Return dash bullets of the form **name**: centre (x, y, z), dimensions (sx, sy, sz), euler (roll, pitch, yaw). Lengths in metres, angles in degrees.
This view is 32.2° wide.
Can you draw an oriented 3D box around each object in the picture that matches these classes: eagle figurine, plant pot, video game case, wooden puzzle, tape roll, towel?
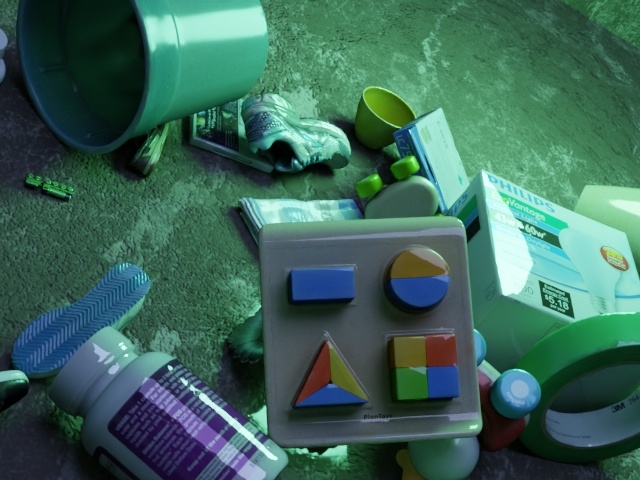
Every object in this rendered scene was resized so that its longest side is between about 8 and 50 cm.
- **eagle figurine**: centre (0.008, 0.128, 1.804), dimensions (0.226, 0.225, 0.298), euler (13, 66, 34)
- **plant pot**: centre (0.699, -0.014, 2.493), dimensions (0.274, 0.256, 0.256), euler (23, 33, 13)
- **plant pot**: centre (-0.290, -0.345, 1.941), dimensions (0.334, 0.341, 0.341), euler (-18, 60, -47)
- **video game case**: centre (-0.175, -0.224, 2.184), dimensions (0.173, 0.022, 0.190), euler (20, 38, -21)
- **wooden puzzle**: centre (0.075, 0.127, 1.657), dimensions (0.322, 0.080, 0.347), euler (-2, 75, -5)
- **tape roll**: centre (0.480, 0.255, 1.888), dimensions (0.321, 0.321, 0.077), euler (16, 39, -25)
- **towel**: centre (0.000, 0.000, 2.051), dimensions (0.285, 0.034, 0.209), euler (0, 48, -40)
- **plant pot**: centre (0.127, -0.254, 2.402), dimensions (0.134, 0.095, 0.134), euler (23, 36, -18)

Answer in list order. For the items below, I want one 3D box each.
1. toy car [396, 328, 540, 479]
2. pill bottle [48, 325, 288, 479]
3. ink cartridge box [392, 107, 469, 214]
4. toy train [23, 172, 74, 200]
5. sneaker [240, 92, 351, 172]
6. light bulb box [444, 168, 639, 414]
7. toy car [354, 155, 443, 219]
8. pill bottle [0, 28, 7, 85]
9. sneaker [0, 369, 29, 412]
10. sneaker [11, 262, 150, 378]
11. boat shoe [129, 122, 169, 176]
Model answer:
- **toy car**: centre (0.194, 0.294, 1.762), dimensions (0.210, 0.219, 0.238), euler (40, 63, 8)
- **pill bottle**: centre (-0.204, 0.254, 1.460), dimensions (0.301, 0.169, 0.169), euler (40, 35, 6)
- **ink cartridge box**: centre (0.227, -0.160, 2.276), dimensions (0.185, 0.065, 0.311), euler (68, 19, -7)
- **toy train**: centre (-0.442, -0.086, 1.803), dimensions (0.083, 0.017, 0.023), euler (20, 47, -20)
- **sneaker**: centre (-0.049, -0.177, 2.166), dimensions (0.283, 0.110, 0.122), euler (21, 57, -43)
- **light bulb box**: centre (0.406, 0.108, 2.087), dimensions (0.358, 0.225, 0.361), euler (22, 38, -18)
- **toy car**: centre (0.147, -0.074, 2.166), dimensions (0.155, 0.149, 0.188), euler (63, -1, -9)
- **pill bottle**: centre (-0.561, -0.251, 1.745), dimensions (0.108, 0.193, 0.108), euler (23, 36, -18)
- **sneaker**: centre (-0.436, 0.249, 1.365), dimensions (0.217, 0.079, 0.121), euler (-22, 66, -41)
- **sneaker**: centre (-0.338, 0.128, 1.579), dimensions (0.087, 0.092, 0.229), euler (45, 55, 12)
- **boat shoe**: centre (-0.308, -0.178, 1.989), dimensions (0.049, 0.056, 0.152), euler (27, 35, -20)
